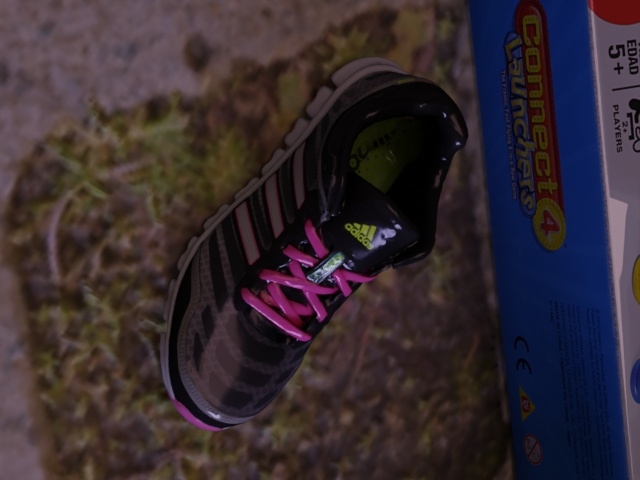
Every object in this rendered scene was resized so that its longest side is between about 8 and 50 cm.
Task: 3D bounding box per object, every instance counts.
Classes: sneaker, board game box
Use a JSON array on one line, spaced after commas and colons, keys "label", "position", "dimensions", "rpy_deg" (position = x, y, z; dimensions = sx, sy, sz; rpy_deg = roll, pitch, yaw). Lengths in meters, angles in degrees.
[{"label": "sneaker", "position": [0.000, 0.000, 0.563], "dimensions": [0.063, 0.075, 0.170], "rpy_deg": [40, 76, -25]}, {"label": "board game box", "position": [0.227, -0.015, 0.674], "dimensions": [0.302, 0.086, 0.308], "rpy_deg": [-11, 100, -26]}]
